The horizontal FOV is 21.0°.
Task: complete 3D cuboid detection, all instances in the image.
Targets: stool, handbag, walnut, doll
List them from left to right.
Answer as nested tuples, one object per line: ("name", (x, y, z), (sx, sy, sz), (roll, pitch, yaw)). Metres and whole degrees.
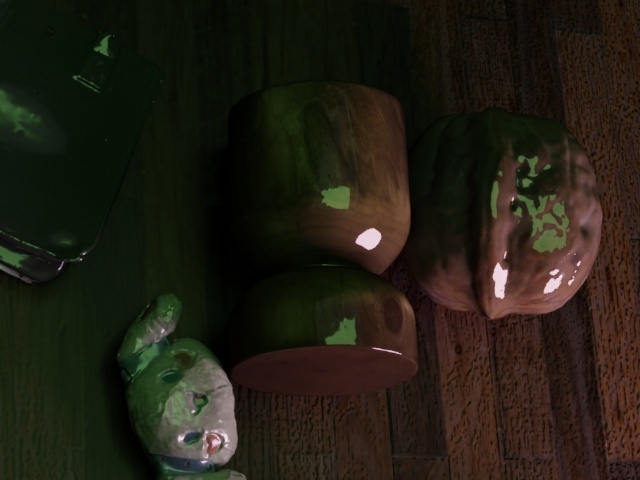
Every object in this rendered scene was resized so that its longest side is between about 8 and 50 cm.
("handbag", (-0.294, -0.118, 1.614), (0.247, 0.079, 0.260), (28, 61, -13))
("doll", (-0.128, 0.156, 1.593), (0.103, 0.071, 0.214), (-16, 85, -21))
("stool", (0.000, 0.000, 1.645), (0.179, 0.179, 0.264), (7, 69, -22))
("walnut", (0.177, -0.023, 1.728), (0.224, 0.224, 0.224), (8, 68, -22))
